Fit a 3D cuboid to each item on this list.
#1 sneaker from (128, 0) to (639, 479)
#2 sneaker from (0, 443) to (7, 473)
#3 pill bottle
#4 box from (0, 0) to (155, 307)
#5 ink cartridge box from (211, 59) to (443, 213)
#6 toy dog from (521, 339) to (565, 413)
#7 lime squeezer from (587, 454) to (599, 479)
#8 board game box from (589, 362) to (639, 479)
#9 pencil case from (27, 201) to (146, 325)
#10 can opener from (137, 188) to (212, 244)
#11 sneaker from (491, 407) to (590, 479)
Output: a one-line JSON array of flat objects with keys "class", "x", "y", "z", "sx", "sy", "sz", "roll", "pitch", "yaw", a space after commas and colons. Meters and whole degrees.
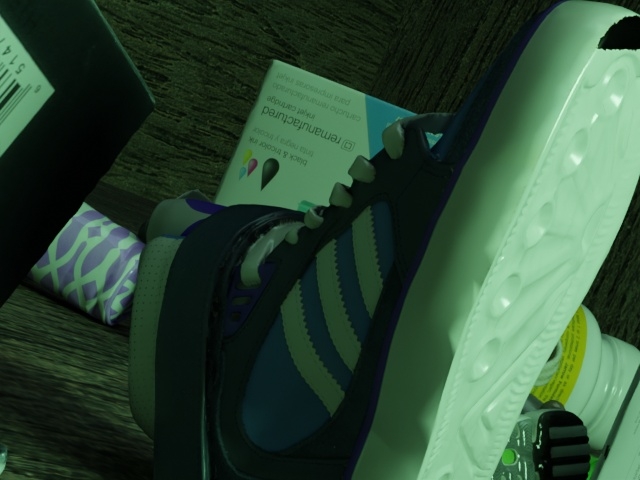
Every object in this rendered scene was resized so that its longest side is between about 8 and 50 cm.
[{"class": "sneaker", "x": 0.000, "y": 0.000, "z": 0.640, "sx": 0.236, "sy": 0.322, "sz": 0.130, "roll": 33, "pitch": 24, "yaw": 31}, {"class": "sneaker", "x": -0.174, "y": 0.050, "z": 0.329, "sx": 0.153, "sy": 0.099, "sz": 0.282, "roll": 17, "pitch": 11, "yaw": -28}, {"class": "pill bottle", "x": 0.215, "y": 0.133, "z": 1.563, "sx": 0.334, "sy": 0.188, "sz": 0.188, "roll": 23, "pitch": 2, "yaw": -14}, {"class": "box", "x": -0.333, "y": -0.145, "z": 0.658, "sx": 0.395, "sy": 0.212, "sz": 0.293, "roll": 29, "pitch": -16, "yaw": 26}, {"class": "ink cartridge box", "x": 0.026, "y": 0.021, "z": 1.107, "sx": 0.198, "sy": 0.270, "sz": 0.197, "roll": 24, "pitch": 3, "yaw": 26}, {"class": "toy dog", "x": 0.153, "y": 0.066, "z": 1.336, "sx": 0.334, "sy": 0.220, "sz": 0.161, "roll": 36, "pitch": -43, "yaw": -8}, {"class": "lime squeezer", "x": 0.253, "y": 0.242, "z": 1.267, "sx": 0.310, "sy": 0.059, "sz": 0.110, "roll": 25, "pitch": 30, "yaw": -6}, {"class": "board game box", "x": 0.263, "y": 0.167, "z": 1.054, "sx": 0.053, "sy": 0.193, "sz": 0.305, "roll": 23, "pitch": 2, "yaw": 16}, {"class": "pencil case", "x": -0.240, "y": -0.007, "z": 1.147, "sx": 0.206, "sy": 0.086, "sz": 0.088, "roll": 35, "pitch": 13, "yaw": 11}, {"class": "can opener", "x": -0.056, "y": 0.060, "z": 1.290, "sx": 0.283, "sy": 0.076, "sz": 0.095, "roll": 41, "pitch": -33, "yaw": -16}, {"class": "sneaker", "x": 0.085, "y": 0.166, "z": 0.981, "sx": 0.229, "sy": 0.086, "sz": 0.132, "roll": 10, "pitch": -13, "yaw": -35}]
